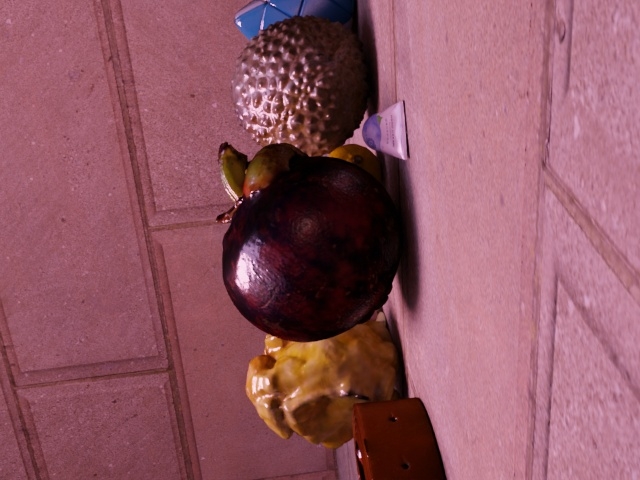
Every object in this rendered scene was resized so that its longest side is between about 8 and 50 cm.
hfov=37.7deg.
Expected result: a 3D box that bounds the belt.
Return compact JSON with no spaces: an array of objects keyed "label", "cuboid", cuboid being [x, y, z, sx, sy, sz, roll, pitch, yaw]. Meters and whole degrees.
[{"label":"belt","cuboid":[0.120,0.391,1.449,0.339,0.122,0.217,-101,7,-56]}]

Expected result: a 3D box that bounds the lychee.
[{"label":"lychee","cuboid":[-0.033,-0.272,1.672,0.274,0.255,0.256,163,101,-70]}]

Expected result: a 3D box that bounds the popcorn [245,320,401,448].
[{"label":"popcorn","cuboid":[0.012,0.255,1.725,0.252,0.286,0.215,66,-164,-9]}]

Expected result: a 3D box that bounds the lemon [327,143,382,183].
[{"label":"lemon","cuboid":[0.055,-0.116,1.661,0.133,0.109,0.109,113,151,-72]}]

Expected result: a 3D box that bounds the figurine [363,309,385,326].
[{"label":"figurine","cuboid":[0.099,0.181,1.852,0.187,0.083,0.083,-115,17,-48]}]

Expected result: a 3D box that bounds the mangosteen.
[{"label":"mangosteen","cuboid":[-0.043,-0.007,1.498,0.306,0.359,0.306,-51,9,11]}]

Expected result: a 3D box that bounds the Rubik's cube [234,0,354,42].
[{"label":"Rubik's cube","cuboid":[-0.050,-0.398,1.824,0.254,0.254,0.255,174,90,-86]}]

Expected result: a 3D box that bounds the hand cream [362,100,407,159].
[{"label":"hand cream","cuboid":[0.099,-0.164,1.408,0.142,0.053,0.084,-159,63,-75]}]
